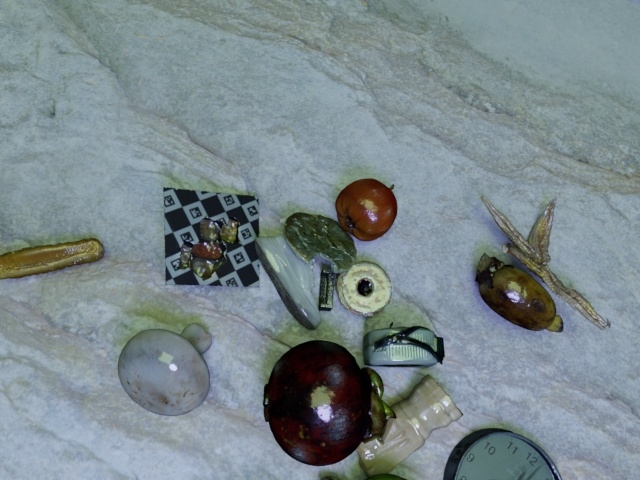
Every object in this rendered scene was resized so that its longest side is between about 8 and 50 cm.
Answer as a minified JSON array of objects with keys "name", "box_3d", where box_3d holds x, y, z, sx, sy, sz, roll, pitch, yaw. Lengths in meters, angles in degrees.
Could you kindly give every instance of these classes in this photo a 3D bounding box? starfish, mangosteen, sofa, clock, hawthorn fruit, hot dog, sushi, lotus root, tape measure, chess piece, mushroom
[{"name":"starfish","box_3d":[0.670,0.031,1.273,0.383,0.132,0.398,31,49,-17]},{"name":"mangosteen","box_3d":[0.010,0.395,1.034,0.310,0.311,0.312,2,70,-5]},{"name":"sofa","box_3d":[0.018,0.147,1.240,0.039,0.060,0.118,6,70,-8]},{"name":"clock","box_3d":[0.486,0.666,1.099,0.318,0.066,0.319,2,69,-5]},{"name":"hawthorn fruit","box_3d":[0.158,-0.111,1.286,0.196,0.197,0.225,44,60,10]},{"name":"hot dog","box_3d":[-0.771,0.050,1.194,0.288,0.068,0.083,-11,95,-14]},{"name":"sushi","box_3d":[-0.320,-0.004,1.232,0.293,0.059,0.293,5,73,-34]},{"name":"lotus root","box_3d":[0.580,0.173,1.231,0.314,0.169,0.141,40,87,6]},{"name":"tape measure","box_3d":[0.241,0.285,1.140,0.235,0.207,0.115,1,67,-3]},{"name":"chess piece","box_3d":[0.222,0.503,1.115,0.300,0.137,0.137,-38,78,-6]},{"name":"mushroom","box_3d":[-0.381,0.315,1.082,0.243,0.243,0.244,2,70,-5]}]

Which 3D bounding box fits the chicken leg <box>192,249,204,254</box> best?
[{"name":"chicken leg","box_3d":[-0.399,-0.004,1.259,0.089,0.048,0.219,-8,71,-12]}]

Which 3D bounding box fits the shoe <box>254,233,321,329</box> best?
[{"name":"shoe","box_3d":[-0.059,0.096,1.225,0.159,0.124,0.316,-30,76,-23]}]

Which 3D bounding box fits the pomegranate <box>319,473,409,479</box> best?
[{"name":"pomegranate","box_3d":[0.122,0.662,0.993,0.301,0.236,0.236,6,64,36]}]

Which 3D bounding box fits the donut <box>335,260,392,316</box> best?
[{"name":"donut","box_3d":[0.127,0.145,1.250,0.174,0.068,0.175,1,72,-4]}]

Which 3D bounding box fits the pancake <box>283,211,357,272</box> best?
[{"name":"pancake","box_3d":[0.000,0.000,1.240,0.253,0.037,0.254,21,35,-16]}]
